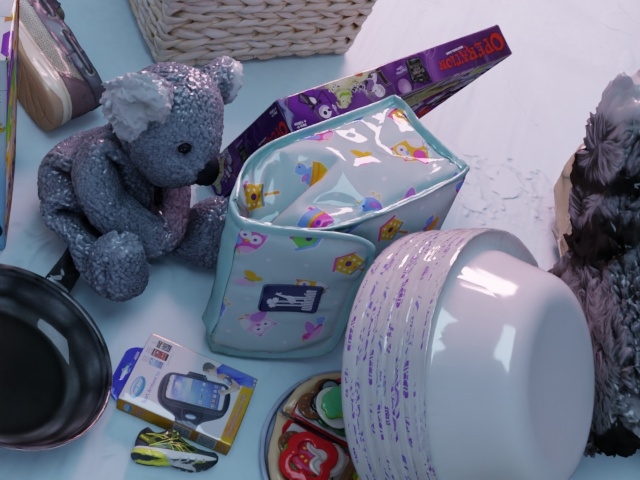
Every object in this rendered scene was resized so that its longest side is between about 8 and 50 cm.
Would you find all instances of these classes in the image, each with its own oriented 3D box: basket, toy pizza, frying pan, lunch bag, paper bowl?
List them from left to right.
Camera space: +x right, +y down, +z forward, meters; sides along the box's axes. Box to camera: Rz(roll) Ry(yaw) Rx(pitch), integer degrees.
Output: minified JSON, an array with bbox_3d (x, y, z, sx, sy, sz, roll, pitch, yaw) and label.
[{"bbox_3d":[-0.295,0.060,0.856,0.197,0.053,0.326,23,39,-33],"label":"frying pan"},{"bbox_3d":[-0.097,-0.433,1.176,0.328,0.266,0.331,-11,59,-27],"label":"basket"},{"bbox_3d":[0.000,0.000,0.921,0.262,0.223,0.160,-28,64,-33],"label":"lunch bag"},{"bbox_3d":[0.039,0.216,0.894,0.201,0.032,0.201,9,52,-11],"label":"toy pizza"},{"bbox_3d":[0.155,0.130,0.823,0.284,0.148,0.284,3,86,-53],"label":"paper bowl"}]

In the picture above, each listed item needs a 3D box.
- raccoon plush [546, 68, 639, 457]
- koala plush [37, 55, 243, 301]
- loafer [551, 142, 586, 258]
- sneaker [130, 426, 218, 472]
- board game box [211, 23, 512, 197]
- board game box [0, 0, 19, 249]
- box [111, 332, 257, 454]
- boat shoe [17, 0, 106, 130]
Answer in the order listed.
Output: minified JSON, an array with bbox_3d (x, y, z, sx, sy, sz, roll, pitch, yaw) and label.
[{"bbox_3d":[0.410,0.064,0.936,0.299,0.447,0.216,2,28,-18],"label":"raccoon plush"},{"bbox_3d":[-0.173,-0.092,0.901,0.203,0.221,0.196,45,36,16],"label":"koala plush"},{"bbox_3d":[0.354,0.006,1.142,0.101,0.092,0.269,10,68,-12],"label":"loafer"},{"bbox_3d":[-0.138,0.198,0.848,0.083,0.031,0.035,12,52,-12],"label":"sneaker"},{"bbox_3d":[0.047,-0.155,1.064,0.346,0.208,0.056,-25,91,-33],"label":"board game box"},{"bbox_3d":[-0.366,-0.130,0.843,0.144,0.275,0.142,5,54,-17],"label":"board game box"},{"bbox_3d":[-0.139,0.150,0.886,0.136,0.028,0.081,25,51,-4],"label":"box"},{"bbox_3d":[-0.351,-0.257,1.062,0.092,0.103,0.285,-21,69,-37],"label":"boat shoe"}]
